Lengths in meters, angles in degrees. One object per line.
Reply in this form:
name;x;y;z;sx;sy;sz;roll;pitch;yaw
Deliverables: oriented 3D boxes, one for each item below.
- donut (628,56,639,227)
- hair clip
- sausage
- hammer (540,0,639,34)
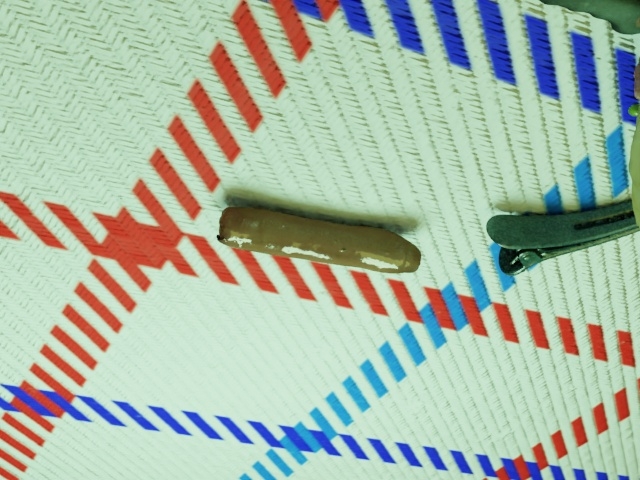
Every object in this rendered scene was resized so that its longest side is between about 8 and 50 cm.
donut;0.367;-0.093;0.686;0.307;0.150;0.371;15;142;-16
hair clip;0.263;-0.026;0.902;0.229;0.039;0.070;-18;144;10
sausage;0.000;0.000;0.891;0.186;0.043;0.043;10;142;-20
hammer;0.098;-0.178;0.657;0.288;0.033;0.111;9;143;-21
